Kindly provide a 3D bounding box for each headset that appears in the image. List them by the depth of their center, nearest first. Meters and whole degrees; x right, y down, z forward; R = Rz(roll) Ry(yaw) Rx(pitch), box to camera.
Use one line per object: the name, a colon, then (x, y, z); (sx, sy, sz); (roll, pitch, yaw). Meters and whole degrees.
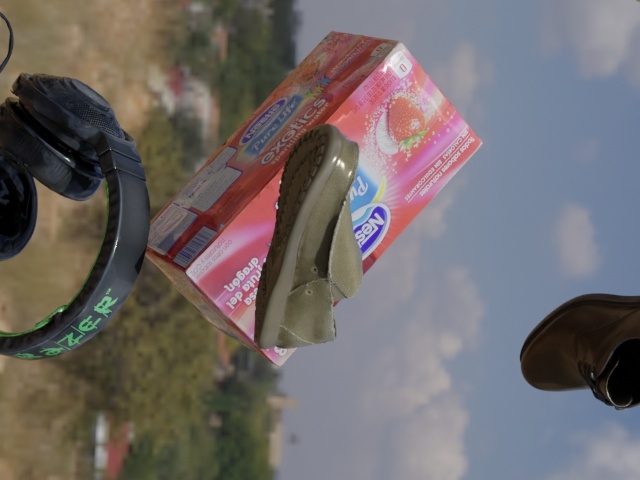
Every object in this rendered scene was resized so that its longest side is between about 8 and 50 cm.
headset: (-0.313, -0.078, 1.566); (0.185, 0.243, 0.394); (25, 36, -55)

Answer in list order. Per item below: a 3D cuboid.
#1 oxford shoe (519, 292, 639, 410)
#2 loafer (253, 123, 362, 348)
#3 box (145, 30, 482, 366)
oxford shoe: (0.239, 0.097, 1.368); (0.227, 0.083, 0.096); (-24, -158, 53)
loafer: (0.000, 0.000, 0.862); (0.056, 0.050, 0.148); (-94, -164, -45)
box: (-0.014, -0.046, 1.574); (0.300, 0.142, 0.154); (-48, -153, -11)
